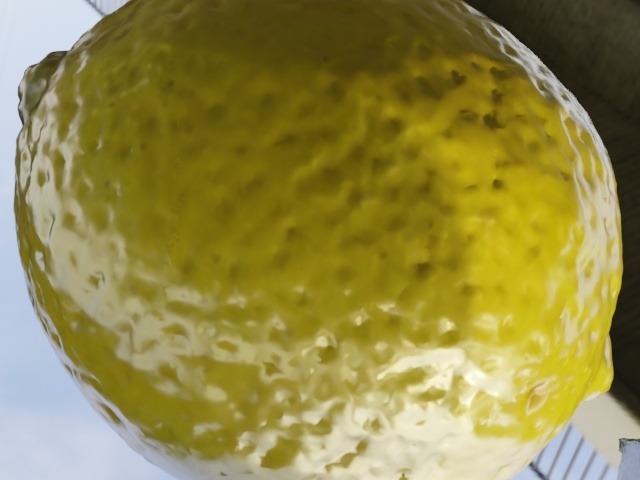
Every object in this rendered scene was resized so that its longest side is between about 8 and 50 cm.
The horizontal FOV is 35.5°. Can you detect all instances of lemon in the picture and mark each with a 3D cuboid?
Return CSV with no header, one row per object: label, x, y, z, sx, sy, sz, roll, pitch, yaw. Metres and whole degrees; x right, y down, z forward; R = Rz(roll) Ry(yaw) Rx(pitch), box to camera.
lemon,0.000,-0.001,0.452,0.267,0.267,0.267,5,-140,-4

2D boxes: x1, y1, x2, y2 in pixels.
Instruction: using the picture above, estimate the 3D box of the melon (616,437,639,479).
melon,0.311,0.238,0.935,0.093,0.202,0.139,-28,-142,3
